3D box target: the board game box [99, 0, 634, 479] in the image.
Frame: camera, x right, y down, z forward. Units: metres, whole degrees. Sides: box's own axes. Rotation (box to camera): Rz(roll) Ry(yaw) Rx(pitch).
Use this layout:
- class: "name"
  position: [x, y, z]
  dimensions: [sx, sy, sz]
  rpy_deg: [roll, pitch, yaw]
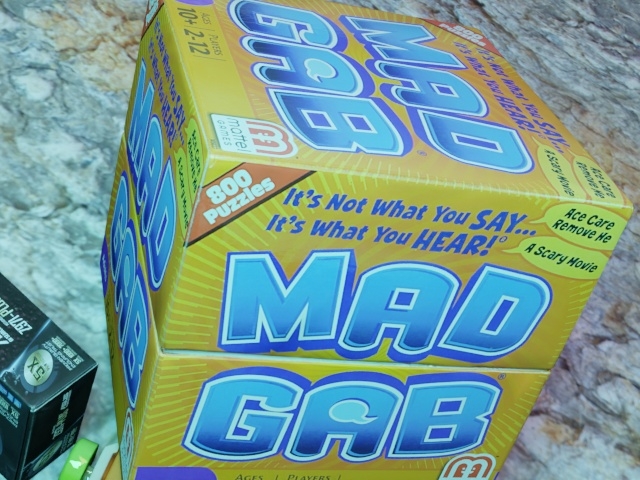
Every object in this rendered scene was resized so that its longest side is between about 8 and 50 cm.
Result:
- class: "board game box"
  position: [0.000, 0.000, 0.962]
  dimensions: [0.357, 0.356, 0.356]
  rpy_deg: [5, 33, -20]

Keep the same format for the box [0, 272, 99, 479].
- class: "box"
  position: [-0.305, 0.115, 0.926]
  dimensions: [0.180, 0.147, 0.077]
  rpy_deg: [40, 47, 12]

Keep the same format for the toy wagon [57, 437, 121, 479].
- class: "toy wagon"
  position: [-0.120, 0.271, 0.924]
  dimensions: [0.267, 0.068, 0.344]
  rpy_deg: [24, 46, -3]
